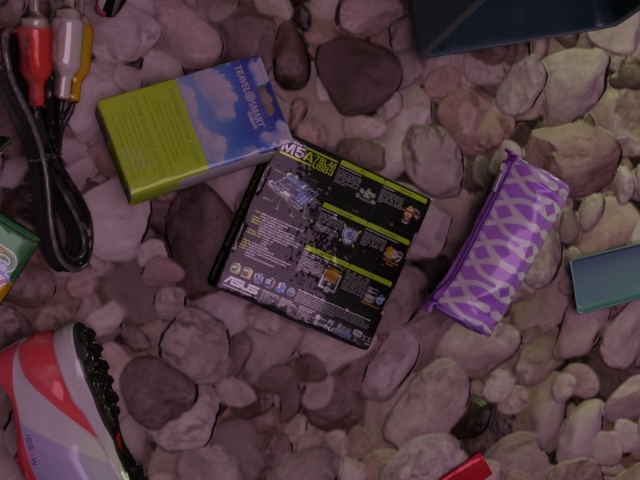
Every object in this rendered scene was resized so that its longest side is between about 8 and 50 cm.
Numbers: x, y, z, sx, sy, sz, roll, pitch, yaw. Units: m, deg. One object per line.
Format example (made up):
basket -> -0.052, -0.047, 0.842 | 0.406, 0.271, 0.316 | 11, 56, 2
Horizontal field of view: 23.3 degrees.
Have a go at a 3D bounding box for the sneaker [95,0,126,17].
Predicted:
sneaker -> -0.162, -0.287, 1.572 | 0.075, 0.063, 0.170 | 36, 79, -12

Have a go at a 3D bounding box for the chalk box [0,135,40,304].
chalk box -> -0.392, 0.013, 1.469 | 0.179, 0.180, 0.289 | 33, 84, -19

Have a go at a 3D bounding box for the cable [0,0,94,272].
cable -> -0.263, -0.107, 1.530 | 0.072, 0.139, 0.287 | -5, 95, 23

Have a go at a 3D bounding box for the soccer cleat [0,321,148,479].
soccer cleat -> -0.247, 0.243, 1.591 | 0.116, 0.108, 0.318 | -15, 103, 4

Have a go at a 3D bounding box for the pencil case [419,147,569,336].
pencil case -> 0.196, 0.004, 1.709 | 0.088, 0.086, 0.206 | 29, 86, -32

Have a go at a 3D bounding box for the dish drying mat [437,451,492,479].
dish drying mat -> 0.155, 0.276, 1.766 | 0.083, 0.008, 0.032 | -33, 104, -12

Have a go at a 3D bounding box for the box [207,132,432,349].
box -> 0.000, 0.000, 1.668 | 0.191, 0.045, 0.184 | 23, 86, -18

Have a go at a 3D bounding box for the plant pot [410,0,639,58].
plant pot -> 0.222, -0.358, 1.607 | 0.247, 0.248, 0.252 | -10, 83, -17

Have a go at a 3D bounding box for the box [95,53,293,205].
box -> -0.130, -0.115, 1.596 | 0.178, 0.042, 0.109 | -19, 80, -15

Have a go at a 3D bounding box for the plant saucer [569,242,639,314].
plant saucer -> 0.377, 0.033, 1.810 | 0.192, 0.018, 0.067 | -13, 100, -18
